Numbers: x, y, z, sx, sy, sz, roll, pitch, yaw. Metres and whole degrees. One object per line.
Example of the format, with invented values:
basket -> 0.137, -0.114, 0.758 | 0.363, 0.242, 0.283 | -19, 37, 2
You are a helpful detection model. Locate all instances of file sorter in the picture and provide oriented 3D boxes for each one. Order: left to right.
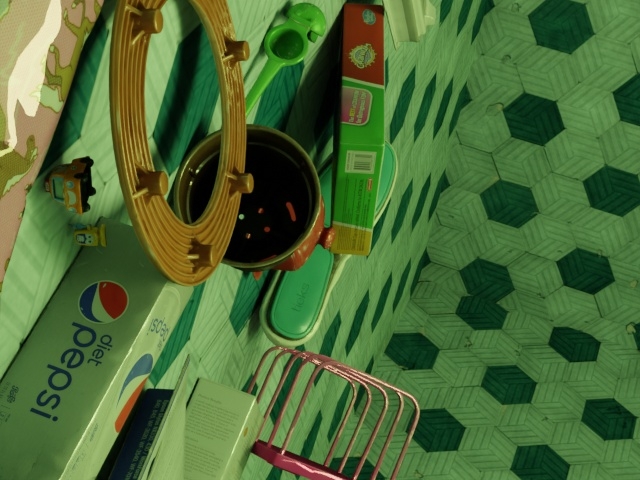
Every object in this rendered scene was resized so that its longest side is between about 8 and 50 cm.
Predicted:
file sorter -> 0.002, 0.284, 1.848 | 0.182, 0.202, 0.291 | -67, -162, -9

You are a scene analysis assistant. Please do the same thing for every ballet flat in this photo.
ballet flat -> 0.000, 0.000, 1.963 | 0.139, 0.139, 0.400 | 78, 36, -69

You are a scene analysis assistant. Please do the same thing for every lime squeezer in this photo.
lime squeezer -> -0.047, -0.249, 1.507 | 0.110, 0.059, 0.310 | -42, -170, 36

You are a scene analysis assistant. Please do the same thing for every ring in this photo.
ring -> -0.118, -0.124, 1.106 | 0.336, 0.032, 0.336 | -1, 90, -76

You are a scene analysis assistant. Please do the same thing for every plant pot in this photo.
plant pot -> -0.084, -0.037, 1.390 | 0.165, 0.167, 0.167 | 94, 16, -80

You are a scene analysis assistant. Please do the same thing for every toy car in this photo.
toy car -> -0.217, -0.022, 1.027 | 0.122, 0.041, 0.060 | 93, -2, -46

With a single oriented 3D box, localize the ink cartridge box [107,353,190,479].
ink cartridge box -> -0.230, 0.337, 1.395 | 0.303, 0.072, 0.307 | -72, 170, -47

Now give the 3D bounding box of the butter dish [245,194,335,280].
butter dish -> -0.035, -0.020, 1.716 | 0.160, 0.118, 0.160 | 81, 30, -66

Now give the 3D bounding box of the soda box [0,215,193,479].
soda box -> -0.222, 0.122, 1.094 | 0.091, 0.098, 0.286 | 92, 19, -56

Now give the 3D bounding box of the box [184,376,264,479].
box -> -0.160, 0.307, 1.703 | 0.130, 0.091, 0.170 | 82, 29, -66

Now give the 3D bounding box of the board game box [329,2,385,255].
board game box -> 0.056, -0.173, 1.796 | 0.242, 0.064, 0.316 | 95, -2, -48

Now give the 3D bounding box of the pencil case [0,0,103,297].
pencil case -> -0.202, -0.115, 0.668 | 0.160, 0.167, 0.386 | 1, -110, 67

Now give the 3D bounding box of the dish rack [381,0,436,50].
dish rack -> 0.150, -0.475, 1.848 | 0.333, 0.072, 0.285 | 48, 45, -79
